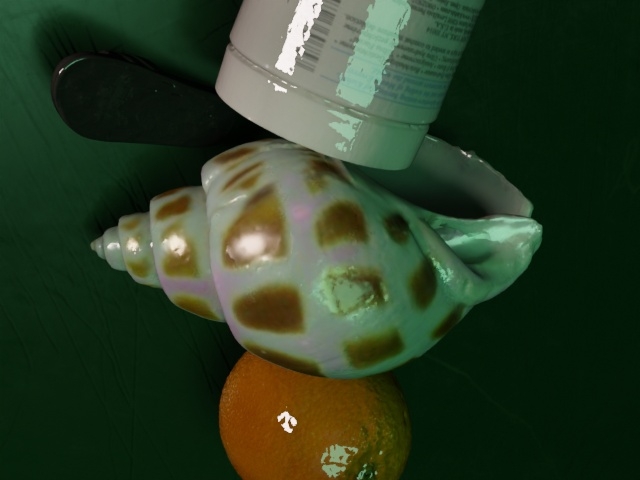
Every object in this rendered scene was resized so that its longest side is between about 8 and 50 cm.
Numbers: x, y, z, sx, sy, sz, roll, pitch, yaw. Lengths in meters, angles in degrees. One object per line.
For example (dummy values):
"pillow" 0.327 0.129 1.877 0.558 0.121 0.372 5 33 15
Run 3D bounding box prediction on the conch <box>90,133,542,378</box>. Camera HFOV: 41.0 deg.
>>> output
"conch" 0.001 0.000 0.759 0.368 0.249 0.197 19 138 -17

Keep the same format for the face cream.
"face cream" 0.023 -0.161 0.675 0.177 0.177 0.152 10 112 -31

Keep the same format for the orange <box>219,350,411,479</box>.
"orange" -0.004 0.180 0.856 0.206 0.206 0.206 -12 123 -20

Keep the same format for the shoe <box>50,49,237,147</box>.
"shoe" -0.149 -0.118 0.703 0.179 0.049 0.071 5 124 -50
